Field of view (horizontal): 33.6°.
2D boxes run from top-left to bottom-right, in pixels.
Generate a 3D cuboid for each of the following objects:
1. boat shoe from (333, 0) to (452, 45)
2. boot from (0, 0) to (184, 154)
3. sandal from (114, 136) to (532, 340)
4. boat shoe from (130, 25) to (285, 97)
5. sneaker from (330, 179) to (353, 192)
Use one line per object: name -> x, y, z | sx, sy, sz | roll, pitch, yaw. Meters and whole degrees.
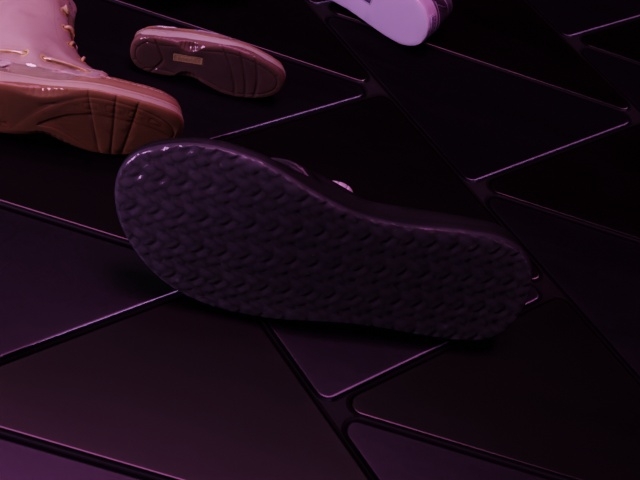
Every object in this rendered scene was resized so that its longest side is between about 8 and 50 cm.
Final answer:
boat shoe -> 0.053, -0.392, 1.471 | 0.301, 0.108, 0.102 | 36, 49, 9
boot -> -0.280, -0.203, 1.200 | 0.261, 0.095, 0.203 | 7, 48, -9
sandal -> 0.000, 0.002, 1.104 | 0.445, 0.168, 0.107 | 16, 22, -16
boat shoe -> -0.133, -0.230, 1.296 | 0.190, 0.068, 0.072 | 16, 36, -6
sneaker -> -0.015, -0.051, 1.198 | 0.109, 0.040, 0.044 | 12, 50, -9
